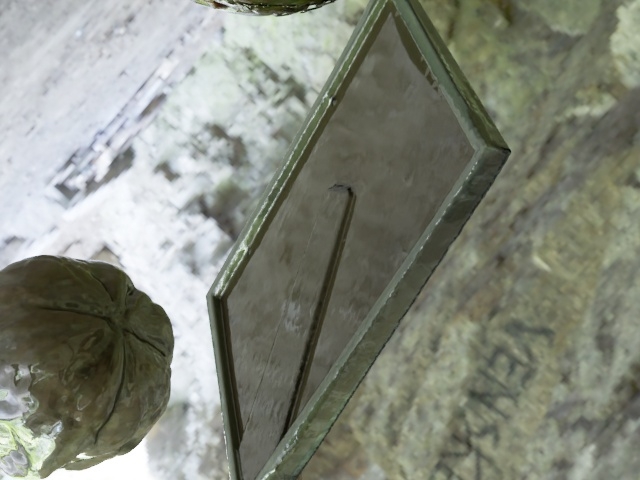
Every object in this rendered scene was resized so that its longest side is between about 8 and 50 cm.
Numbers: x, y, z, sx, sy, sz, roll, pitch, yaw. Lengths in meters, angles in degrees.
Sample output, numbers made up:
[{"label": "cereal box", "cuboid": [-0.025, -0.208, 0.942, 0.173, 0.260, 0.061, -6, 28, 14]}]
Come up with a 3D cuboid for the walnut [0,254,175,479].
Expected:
[{"label": "walnut", "cuboid": [-0.244, 0.118, 0.961, 0.224, 0.224, 0.224, -49, -176, 5]}]

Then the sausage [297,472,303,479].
[{"label": "sausage", "cuboid": [-0.027, 0.185, 0.690, 0.043, 0.043, 0.186, -47, -153, 29]}]

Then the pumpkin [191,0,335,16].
[{"label": "pumpkin", "cuboid": [-0.051, -0.260, 0.522, 0.192, 0.321, 0.320, -23, -179, -8]}]

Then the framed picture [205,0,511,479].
[{"label": "framed picture", "cuboid": [0.000, 0.000, 0.577, 0.260, 0.023, 0.189, -60, -151, 29]}]
